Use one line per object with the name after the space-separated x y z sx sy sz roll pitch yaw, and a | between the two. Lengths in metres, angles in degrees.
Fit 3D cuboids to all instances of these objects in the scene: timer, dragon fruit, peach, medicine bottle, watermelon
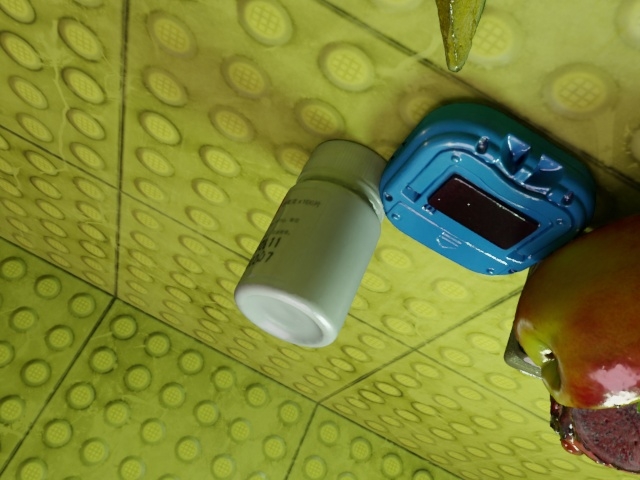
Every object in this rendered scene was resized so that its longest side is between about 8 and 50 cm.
0.285 -0.076 1.113 0.340 0.115 0.309 29 144 -8 | timer
0.657 0.354 1.386 0.296 0.314 0.263 23 169 11 | dragon fruit
0.511 0.081 0.978 0.306 0.380 0.243 120 127 -78 | peach
0.000 0.000 1.212 0.211 0.372 0.211 19 149 12 | medicine bottle
0.172 -0.328 0.836 0.075 0.092 0.181 28 163 26 | watermelon

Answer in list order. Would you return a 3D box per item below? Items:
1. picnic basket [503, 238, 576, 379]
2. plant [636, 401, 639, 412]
0.470 0.139 1.182 0.165 0.267 0.139 22 160 3 | picnic basket
0.743 0.243 1.130 0.305 0.261 0.297 17 162 8 | plant
